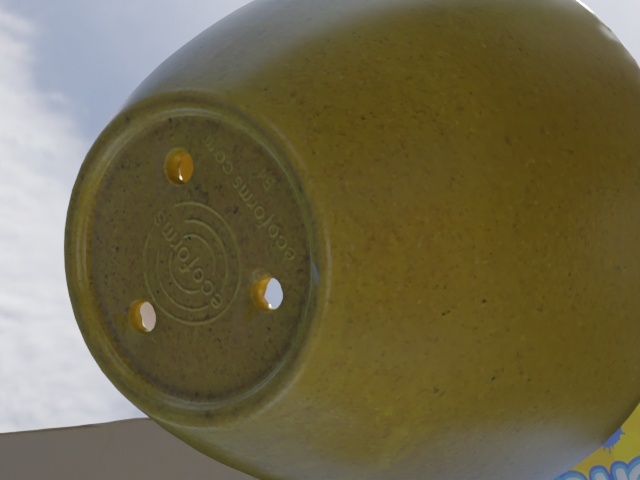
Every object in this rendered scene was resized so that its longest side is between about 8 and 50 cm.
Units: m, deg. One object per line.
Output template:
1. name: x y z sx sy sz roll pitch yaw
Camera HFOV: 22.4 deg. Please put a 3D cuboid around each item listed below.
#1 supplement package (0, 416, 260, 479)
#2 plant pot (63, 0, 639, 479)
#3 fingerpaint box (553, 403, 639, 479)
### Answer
1. supplement package: -0.091 0.192 0.690 0.194 0.203 0.149 -2 -127 -28
2. plant pot: 0.000 0.000 0.357 0.095 0.134 0.134 -6 -101 -55
3. fingerpaint box: 0.378 0.125 1.105 0.371 0.444 0.163 -8 -101 -37
